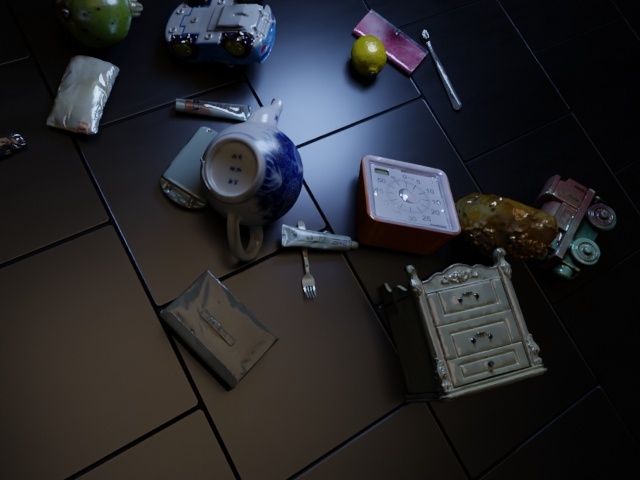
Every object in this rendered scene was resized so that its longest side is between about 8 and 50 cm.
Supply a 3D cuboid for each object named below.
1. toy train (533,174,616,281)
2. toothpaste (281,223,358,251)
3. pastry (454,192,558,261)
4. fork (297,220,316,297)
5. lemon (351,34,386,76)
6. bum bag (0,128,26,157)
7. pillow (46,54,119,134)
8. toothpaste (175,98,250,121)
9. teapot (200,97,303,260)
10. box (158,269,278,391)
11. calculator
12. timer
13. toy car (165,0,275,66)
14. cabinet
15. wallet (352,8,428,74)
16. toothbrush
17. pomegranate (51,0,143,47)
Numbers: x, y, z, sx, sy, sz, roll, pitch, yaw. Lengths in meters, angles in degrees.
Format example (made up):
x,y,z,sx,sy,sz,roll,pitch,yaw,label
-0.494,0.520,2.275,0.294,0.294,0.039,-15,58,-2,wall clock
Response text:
x,y,z,sx,sy,sz,roll,pitch,yaw,label
0.726,-0.032,1.556,0.221,0.150,0.304,32,69,8,toy train
0.000,0.000,1.387,0.218,0.041,0.064,8,65,-20,toothpaste
0.489,-0.032,1.422,0.254,0.311,0.162,17,98,-1,pastry
-0.042,0.049,1.384,0.033,0.028,0.220,-7,70,-9,fork
0.146,-0.556,1.579,0.109,0.109,0.133,-2,66,-15,lemon
-0.783,-0.223,1.264,0.124,0.034,0.058,-34,93,-21,bum bag
-0.612,-0.377,1.351,0.128,0.051,0.229,10,69,-4,pillow
-0.294,-0.361,1.441,0.205,0.036,0.056,2,70,-18,toothpaste
-0.157,-0.158,1.303,0.252,0.280,0.425,9,91,19,teapot
-0.237,0.210,1.206,0.231,0.155,0.149,44,67,3,box
-0.311,-0.194,1.374,0.141,0.045,0.246,32,67,-3,calculator
0.228,-0.107,1.434,0.257,0.161,0.250,9,63,-12,timer
-0.275,-0.573,1.451,0.313,0.166,0.198,4,66,17,toy car
0.344,0.215,1.320,0.289,0.227,0.318,-9,75,-17,cabinet
0.223,-0.632,1.669,0.232,0.025,0.119,36,68,0,wallet
0.389,-0.550,1.686,0.030,0.030,0.298,-22,80,6,toothbrush
-0.581,-0.615,1.378,0.202,0.202,0.248,44,37,2,pomegranate
